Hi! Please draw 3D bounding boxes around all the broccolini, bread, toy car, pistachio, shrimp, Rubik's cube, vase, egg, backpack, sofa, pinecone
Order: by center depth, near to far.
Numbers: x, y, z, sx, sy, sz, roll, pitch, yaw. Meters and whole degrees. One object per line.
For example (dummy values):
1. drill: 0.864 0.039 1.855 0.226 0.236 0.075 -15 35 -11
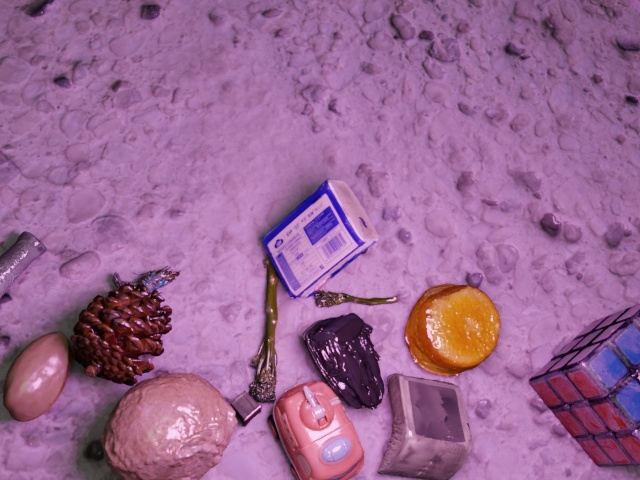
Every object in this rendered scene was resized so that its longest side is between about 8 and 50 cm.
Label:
1. egg: -0.351 0.439 1.567 0.310 0.279 0.279 -21 75 -32
2. pistachio: -0.674 0.322 1.622 0.135 0.136 0.226 22 60 -2
3. toy car: -0.001 0.470 1.645 0.180 0.212 0.271 -24 77 -17
4. pinecone: -0.484 0.227 1.647 0.224 0.224 0.273 24 44 -1
5. vase: -0.795 0.077 1.707 0.096 0.096 0.219 37 66 4
6. backpack: 0.079 0.312 1.738 0.206 0.133 0.258 -25 89 -59
7. sofa: 0.260 0.479 1.751 0.210 0.176 0.226 11 41 -16
8. Rubik's cube: 0.798 0.379 1.775 0.301 0.304 0.305 -33 81 -19
9. shrimp: -0.453 0.105 1.782 0.174 0.076 0.082 -5 31 -7
10. broccolini: -0.148 0.233 1.795 0.073 0.079 0.392 -1 64 1
11. bread: 0.361 0.240 1.829 0.268 0.146 0.269 3 74 -11
12. broccolini: 0.099 0.163 1.862 0.238 0.054 0.051 4 56 -12

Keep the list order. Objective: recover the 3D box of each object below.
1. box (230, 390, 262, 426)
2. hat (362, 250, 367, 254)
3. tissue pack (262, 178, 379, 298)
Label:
1. box: -0.188 0.419 1.699 0.060 0.085 0.063 -38 76 -19
2. hat: 0.058 0.003 1.904 0.146 0.067 0.146 32 29 -21
3. tissue pack: 0.000 0.000 1.776 0.137 0.269 0.209 9 45 -55
